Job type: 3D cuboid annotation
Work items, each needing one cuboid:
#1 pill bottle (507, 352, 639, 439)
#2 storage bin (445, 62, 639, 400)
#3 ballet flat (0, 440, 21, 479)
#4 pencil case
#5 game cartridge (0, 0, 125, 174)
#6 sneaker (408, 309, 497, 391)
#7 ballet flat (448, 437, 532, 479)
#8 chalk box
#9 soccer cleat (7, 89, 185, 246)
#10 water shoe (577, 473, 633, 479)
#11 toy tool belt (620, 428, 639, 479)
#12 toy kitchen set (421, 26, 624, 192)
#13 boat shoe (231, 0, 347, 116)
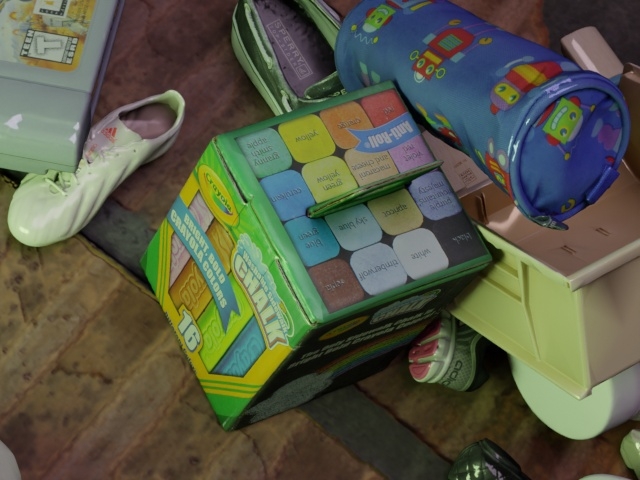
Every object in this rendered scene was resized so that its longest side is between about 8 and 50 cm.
[{"bbox_3d":[0.316,0.067,1.644,0.283,0.160,0.160,-21,72,-30],"label":"pill bottle"},{"bbox_3d":[0.235,-0.020,1.525,0.262,0.123,0.260,-26,35,-22],"label":"storage bin"},{"bbox_3d":[-0.347,0.211,1.243,0.400,0.139,0.139,-9,66,-44],"label":"ballet flat"},{"bbox_3d":[0.132,-0.115,1.480,0.119,0.306,0.133,-45,126,-4],"label":"pencil case"},{"bbox_3d":[-0.276,-0.194,1.572,0.198,0.062,0.297,12,54,-4],"label":"game cartridge"},{"bbox_3d":[0.128,0.067,1.626,0.075,0.063,0.170,30,48,-20],"label":"sneaker"},{"bbox_3d":[0.184,0.242,1.567,0.173,0.049,0.057,45,12,4],"label":"ballet flat"},{"bbox_3d":[0.000,0.000,1.466,0.180,0.289,0.179,-19,71,-31],"label":"chalk box"},{"bbox_3d":[-0.192,-0.068,1.552,0.068,0.076,0.196,44,55,5],"label":"soccer cleat"},{"bbox_3d":[0.294,0.284,1.564,0.203,0.073,0.080,39,53,1],"label":"water shoe"},{"bbox_3d":[0.311,0.203,1.632,0.051,0.052,0.083,-19,71,-22],"label":"toy tool belt"},{"bbox_3d":[0.216,-0.088,1.751,0.207,0.166,0.122,-34,76,3],"label":"toy kitchen set"},{"bbox_3d":[0.021,-0.123,1.646,0.108,0.102,0.301,-28,74,-15],"label":"boat shoe"}]
